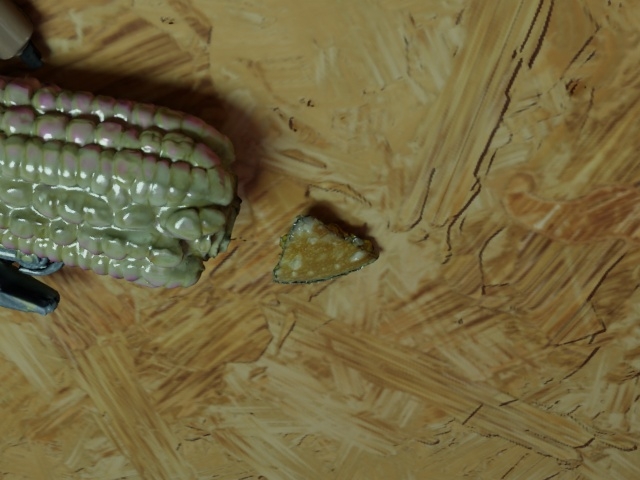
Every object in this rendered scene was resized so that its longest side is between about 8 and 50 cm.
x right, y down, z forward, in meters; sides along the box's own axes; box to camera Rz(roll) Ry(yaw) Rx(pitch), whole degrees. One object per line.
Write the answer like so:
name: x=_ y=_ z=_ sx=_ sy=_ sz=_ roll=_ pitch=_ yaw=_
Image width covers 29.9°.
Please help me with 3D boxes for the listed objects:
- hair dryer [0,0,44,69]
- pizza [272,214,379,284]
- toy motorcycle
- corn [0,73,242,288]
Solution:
hair dryer: x=-0.223 y=-0.168 z=0.719 sx=0.117 sy=0.064 sz=0.182 roll=-24 pitch=137 yaw=20
pizza: x=0.000 y=0.000 z=0.890 sx=0.083 sy=0.025 sz=0.078 roll=-11 pitch=138 yaw=2
toy motorcycle: x=-0.281 y=0.005 z=0.876 sx=0.193 sy=0.061 sz=0.124 roll=20 pitch=125 yaw=-9
corn: x=-0.214 y=-0.060 z=0.782 sx=0.335 sy=0.127 sz=0.127 roll=16 pitch=132 yaw=-8
